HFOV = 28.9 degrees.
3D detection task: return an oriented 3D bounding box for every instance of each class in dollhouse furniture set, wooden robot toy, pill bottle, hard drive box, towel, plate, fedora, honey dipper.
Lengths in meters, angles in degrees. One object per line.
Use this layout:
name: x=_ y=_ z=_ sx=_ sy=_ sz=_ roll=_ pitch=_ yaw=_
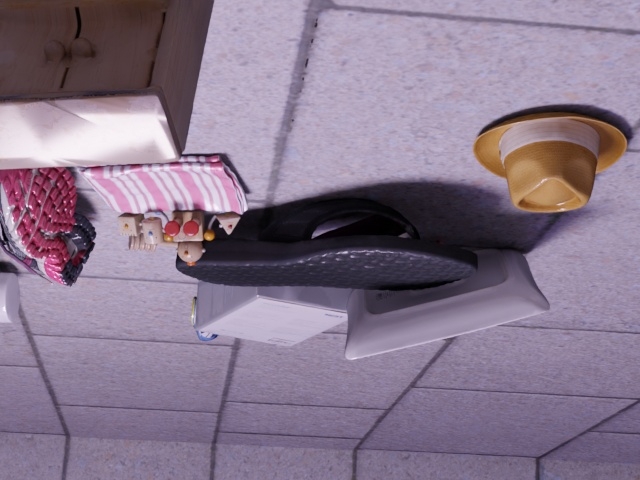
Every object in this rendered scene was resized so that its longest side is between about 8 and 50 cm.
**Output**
dollhouse furniture set: x=-0.190 y=-0.277 z=0.845 sx=0.362 sy=0.257 sz=0.394 roll=-2 pitch=139 yaw=8
wooden robot toy: x=-0.190 y=0.000 z=1.689 sx=0.173 sy=0.079 sz=0.076 roll=-1 pitch=-160 yaw=8
pill bottle: x=-0.583 y=0.090 z=1.970 sx=0.193 sy=0.108 sz=0.108 roll=0 pitch=161 yaw=3
hard drive box: x=-0.069 y=0.090 z=1.959 sx=0.181 sy=0.089 sz=0.232 roll=12 pitch=159 yaw=-28
towel: x=-0.203 y=-0.068 z=1.610 sx=0.197 sy=0.029 sz=0.144 roll=-2 pitch=160 yaw=10
plate: x=0.165 y=0.074 z=1.740 sx=0.278 sy=0.045 sz=0.277 roll=-14 pitch=-166 yaw=6
fedora: x=0.270 y=-0.082 z=1.460 sx=0.194 sy=0.079 sz=0.194 roll=1 pitch=160 yaw=1
honey dipper: x=-0.201 y=0.005 z=1.826 sx=0.160 sy=0.031 sz=0.030 roll=4 pitch=161 yaw=-19

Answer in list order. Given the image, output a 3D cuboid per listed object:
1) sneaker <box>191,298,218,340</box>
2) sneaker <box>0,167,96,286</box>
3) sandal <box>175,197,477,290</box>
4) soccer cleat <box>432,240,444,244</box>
sneaker: x=-0.188 y=0.141 z=2.169 sx=0.059 sy=0.053 sz=0.144 roll=-2 pitch=161 yaw=4
sneaker: x=-0.384 y=-0.027 z=1.620 sx=0.112 sy=0.121 sz=0.299 roll=20 pitch=157 yaw=9
sandal: x=-0.002 y=-0.001 z=1.696 sx=0.445 sy=0.107 sz=0.167 roll=0 pitch=164 yaw=27
soccer cleat: x=0.145 y=0.018 z=1.829 sx=0.083 sy=0.029 sz=0.035 roll=-8 pitch=155 yaw=13
